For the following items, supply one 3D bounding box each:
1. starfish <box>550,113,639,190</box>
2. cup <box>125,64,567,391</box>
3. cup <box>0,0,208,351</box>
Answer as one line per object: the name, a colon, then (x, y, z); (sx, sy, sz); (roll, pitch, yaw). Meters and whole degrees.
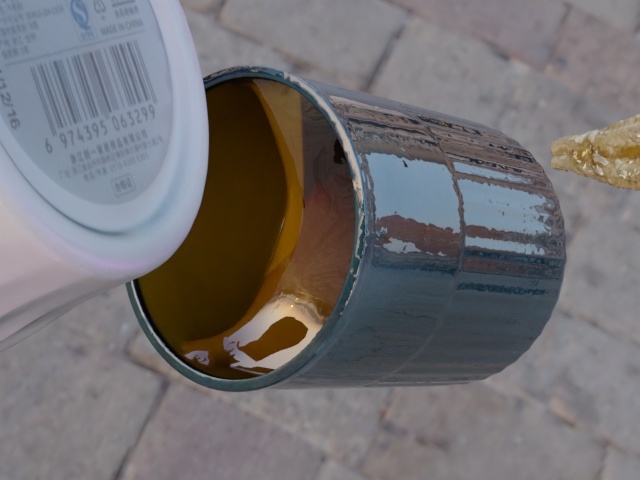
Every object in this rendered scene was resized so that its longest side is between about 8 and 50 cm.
starfish: (0.207, -0.020, 0.812); (0.050, 0.138, 0.247); (4, 33, -44)
cup: (0.008, 0.015, 1.487); (0.292, 0.308, 0.242); (5, 58, -49)
cup: (-0.258, -0.039, 0.890); (0.253, 0.372, 0.253); (39, 43, -49)
